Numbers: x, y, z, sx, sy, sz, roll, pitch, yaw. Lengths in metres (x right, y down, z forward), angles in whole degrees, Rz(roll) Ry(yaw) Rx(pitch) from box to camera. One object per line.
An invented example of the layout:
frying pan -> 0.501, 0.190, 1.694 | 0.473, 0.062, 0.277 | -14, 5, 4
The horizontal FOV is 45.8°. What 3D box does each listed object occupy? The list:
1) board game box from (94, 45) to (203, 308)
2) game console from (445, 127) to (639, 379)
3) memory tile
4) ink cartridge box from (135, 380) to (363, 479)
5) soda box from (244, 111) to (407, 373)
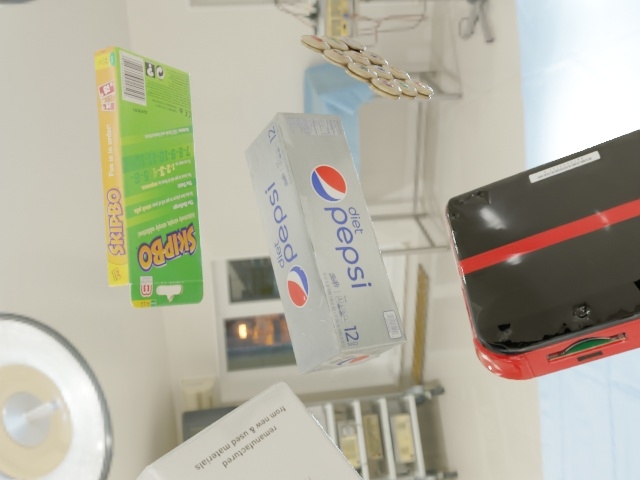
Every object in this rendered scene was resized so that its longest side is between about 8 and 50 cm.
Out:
board game box -> -0.175, -0.060, 0.791 | 0.124, 0.039, 0.259 | 4, -102, -64
game console -> 0.374, 0.003, 1.036 | 0.342, 0.387, 0.060 | -92, -24, -47
memory tile -> 0.055, -0.204, 0.884 | 0.148, 0.113, 0.012 | 38, 119, 26
ink cartridge box -> -0.023, 0.369, 0.644 | 0.395, 0.166, 0.285 | 50, 130, 13
soda box -> 0.000, 0.000, 0.870 | 0.098, 0.091, 0.286 | -40, 61, 52
